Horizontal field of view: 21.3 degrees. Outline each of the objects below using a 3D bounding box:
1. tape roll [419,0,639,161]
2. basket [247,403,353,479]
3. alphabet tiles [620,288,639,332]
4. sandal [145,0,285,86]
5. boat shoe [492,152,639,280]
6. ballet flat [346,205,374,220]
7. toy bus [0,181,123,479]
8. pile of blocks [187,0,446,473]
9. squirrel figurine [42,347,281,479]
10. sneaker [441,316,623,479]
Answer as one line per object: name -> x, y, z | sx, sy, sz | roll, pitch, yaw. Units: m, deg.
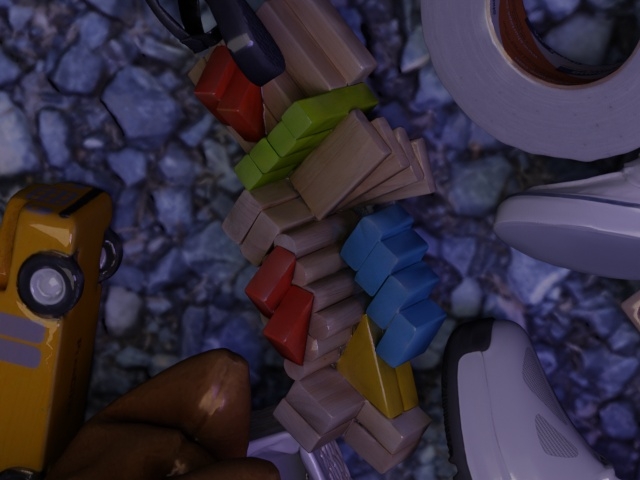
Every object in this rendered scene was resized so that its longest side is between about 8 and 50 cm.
tape roll -> 0.180, -0.168, 1.181 | 0.219, 0.072, 0.219 | 8, 110, 24
basket -> -0.060, 0.202, 1.332 | 0.167, 0.103, 0.113 | -20, 100, 15
alphabet tiles -> 0.389, 0.010, 1.159 | 0.342, 0.011, 0.285 | -40, 79, 19
sandal -> -0.097, -0.180, 1.190 | 0.054, 0.254, 0.097 | -38, 138, 2
boat shoe -> 0.249, -0.023, 1.169 | 0.258, 0.095, 0.084 | 4, 67, 19
ballet flat -> 0.027, -0.050, 1.286 | 0.041, 0.041, 0.114 | -8, 103, 12
toy bus -> -0.249, 0.118, 1.343 | 0.130, 0.108, 0.332 | 13, 107, 9
pile of blocks -> 0.000, 0.000, 1.221 | 0.149, 0.113, 0.362 | -14, 96, 40
squirrel figurine -> -0.172, 0.295, 1.126 | 0.397, 0.370, 0.281 | -20, 102, 15
sneaker -> 0.265, 0.236, 1.224 | 0.257, 0.169, 0.447 | -23, 81, 13
